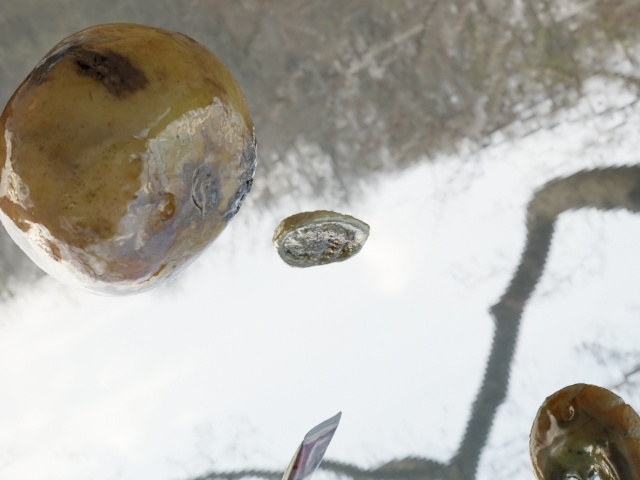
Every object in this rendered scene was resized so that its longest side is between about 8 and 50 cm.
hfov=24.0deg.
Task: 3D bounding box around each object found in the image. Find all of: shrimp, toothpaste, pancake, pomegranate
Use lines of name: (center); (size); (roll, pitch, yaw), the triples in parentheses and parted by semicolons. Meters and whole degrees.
shrimp: (0.292, 0.262, 1.522); (0.145, 0.254, 0.059); (-38, 154, 21)
toothpaste: (-0.047, 0.341, 1.998); (0.096, 0.061, 0.266); (-23, 144, -60)
pancake: (0.000, 0.000, 2.059); (0.139, 0.139, 0.022); (-24, -126, 19)
pomegranate: (-0.225, -0.096, 1.721); (0.322, 0.322, 0.322); (-27, -162, 9)
